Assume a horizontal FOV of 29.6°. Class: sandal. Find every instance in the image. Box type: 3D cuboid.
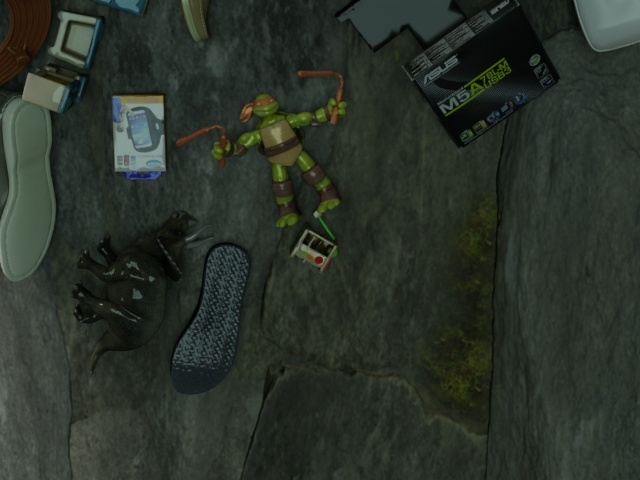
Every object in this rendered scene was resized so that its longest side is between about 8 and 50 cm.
[{"bbox_3d":[-0.170,0.128,1.946,0.097,0.054,0.254,19,94,-13],"label":"sandal"}]

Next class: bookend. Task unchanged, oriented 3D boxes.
[{"bbox_3d":[0.130,-0.323,1.820,0.156,0.072,0.157,-37,102,8],"label":"bookend"}]

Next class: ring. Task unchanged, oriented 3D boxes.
[{"bbox_3d":[-0.539,-0.282,1.699,0.337,0.336,0.032,-31,65,7],"label":"ring"}]

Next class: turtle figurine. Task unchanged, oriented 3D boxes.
[{"bbox_3d":[-0.068,-0.134,1.857,0.270,0.087,0.217,-23,106,-4],"label":"turtle figurine"}]

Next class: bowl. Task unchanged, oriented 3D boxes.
[{"bbox_3d":[0.449,-0.366,1.824,0.142,0.053,0.142,-18,104,3],"label":"bowl"}]

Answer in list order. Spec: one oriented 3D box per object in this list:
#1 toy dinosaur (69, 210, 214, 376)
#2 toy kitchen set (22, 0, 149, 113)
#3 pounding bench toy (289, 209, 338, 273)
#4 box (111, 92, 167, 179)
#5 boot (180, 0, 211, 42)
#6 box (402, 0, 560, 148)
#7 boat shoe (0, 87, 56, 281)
[{"bbox_3d":[-0.301,0.092,1.896,0.160,0.121,0.313,23,99,7],"label":"toy dinosaur"},{"bbox_3d":[-0.338,-0.294,1.773,0.122,0.166,0.207,17,103,-5],"label":"toy kitchen set"},{"bbox_3d":[0.000,0.000,1.909,0.065,0.052,0.083,29,102,-8],"label":"pounding bench toy"},{"bbox_3d":[-0.280,-0.160,1.879,0.081,0.028,0.136,-1,102,-1],"label":"box"},{"bbox_3d":[-0.129,-0.404,1.796,0.165,0.077,0.213,-4,101,-2],"label":"boot"},{"bbox_3d":[0.243,-0.250,1.808,0.191,0.045,0.184,-34,139,7],"label":"box"},{"bbox_3d":[-0.474,-0.086,1.861,0.091,0.109,0.305,21,118,29],"label":"boat shoe"}]
